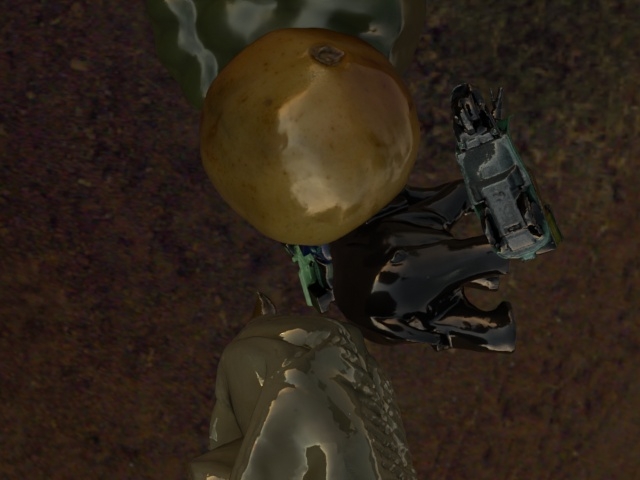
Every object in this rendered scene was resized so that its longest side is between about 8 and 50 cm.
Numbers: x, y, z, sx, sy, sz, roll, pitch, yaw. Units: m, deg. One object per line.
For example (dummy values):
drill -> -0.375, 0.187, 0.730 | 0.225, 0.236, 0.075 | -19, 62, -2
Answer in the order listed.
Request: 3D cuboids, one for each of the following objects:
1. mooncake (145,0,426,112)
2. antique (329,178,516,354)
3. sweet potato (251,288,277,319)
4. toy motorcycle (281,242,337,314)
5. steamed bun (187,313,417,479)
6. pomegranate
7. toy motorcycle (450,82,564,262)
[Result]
mooncake -> -0.045, -0.291, 1.215 | 0.187, 0.351, 0.351 | -49, 135, -64
antique -> 0.133, 0.024, 1.361 | 0.322, 0.255, 0.185 | -89, 171, -50
sweet potato -> -0.111, 0.180, 1.601 | 0.067, 0.067, 0.274 | -25, 144, -38
toy motorcycle -> 0.000, 0.000, 1.898 | 0.125, 0.196, 0.331 | -28, 129, -14
steamed bun -> -0.025, 0.276, 1.077 | 0.342, 0.255, 0.368 | 55, 16, -60
pomegranate -> -0.010, -0.108, 0.953 | 0.233, 0.233, 0.233 | -11, 106, -42
toy motorcycle -> 0.162, -0.061, 0.851 | 0.173, 0.058, 0.100 | 66, 26, -5
